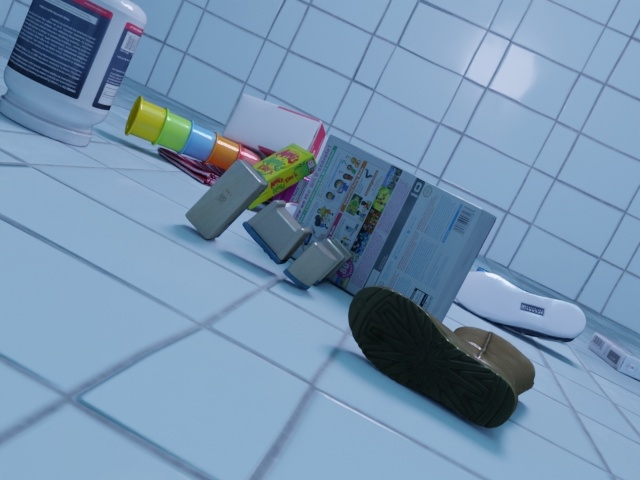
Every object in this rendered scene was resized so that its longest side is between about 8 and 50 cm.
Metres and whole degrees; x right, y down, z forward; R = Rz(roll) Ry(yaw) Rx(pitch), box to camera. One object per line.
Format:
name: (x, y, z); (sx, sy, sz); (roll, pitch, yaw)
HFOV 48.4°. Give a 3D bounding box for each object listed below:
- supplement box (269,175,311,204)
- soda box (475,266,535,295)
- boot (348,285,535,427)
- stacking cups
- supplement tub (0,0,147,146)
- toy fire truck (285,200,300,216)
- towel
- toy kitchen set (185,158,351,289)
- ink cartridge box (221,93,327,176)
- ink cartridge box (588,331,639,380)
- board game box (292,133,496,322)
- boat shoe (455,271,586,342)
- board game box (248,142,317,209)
supplement box: (0.006, -0.076, 1.672); (0.220, 0.114, 0.111); (25, 9, -17)
soda box: (0.524, 0.151, 2.002); (0.210, 0.067, 0.071); (29, 8, 14)
boot: (0.167, 0.142, 0.936); (0.236, 0.089, 0.269); (40, 12, 16)
stacking cups: (-0.279, -0.229, 1.630); (0.316, 0.096, 0.096); (19, 10, -25)
supplement tub: (-0.448, -0.328, 1.285); (0.191, 0.272, 0.191); (26, 8, -4)
toy fire truck: (0.076, -0.015, 1.458); (0.253, 0.169, 0.302); (-19, 41, -41)
towel: (-0.233, -0.152, 1.706); (0.198, 0.031, 0.274); (32, 10, 37)
toy kitchen set: (-0.075, -0.007, 1.115); (0.207, 0.122, 0.166); (48, 12, 8)
ink cartridge box: (-0.096, -0.224, 1.830); (0.226, 0.131, 0.306); (20, -14, 14)
ink cartridge box: (0.868, 0.342, 1.929); (0.232, 0.066, 0.189); (21, 9, -7)
board game box: (0.104, -0.013, 1.194); (0.303, 0.224, 0.097); (31, 11, 27)
boat shoe: (0.444, 0.160, 1.631); (0.301, 0.108, 0.102); (15, -26, 10)
board game box: (-0.106, -0.143, 1.560); (0.092, 0.181, 0.043); (36, -28, 51)
